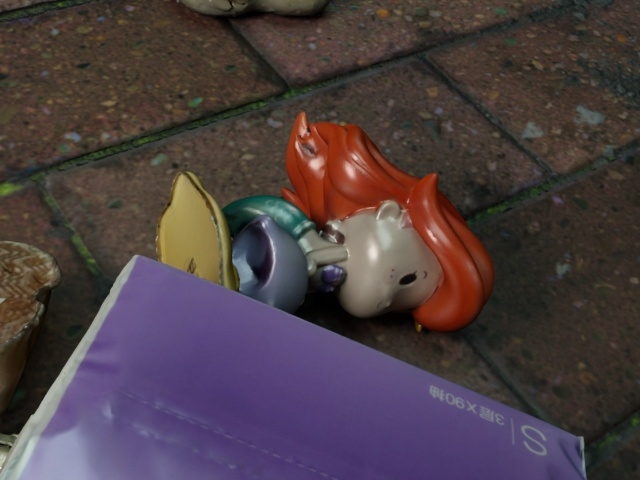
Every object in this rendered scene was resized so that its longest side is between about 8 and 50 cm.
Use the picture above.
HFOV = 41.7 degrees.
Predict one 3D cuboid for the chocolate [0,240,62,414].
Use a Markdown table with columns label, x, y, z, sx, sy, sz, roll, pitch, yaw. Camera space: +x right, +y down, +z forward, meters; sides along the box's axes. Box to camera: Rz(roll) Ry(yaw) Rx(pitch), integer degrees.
| label | x | y | z | sx | sy | sz | roll | pitch | yaw |
| --- | --- | --- | --- | --- | --- | --- | --- | --- | --- |
| chocolate | -0.306 | 0.063 | 0.617 | 0.214 | 0.093 | 0.148 | 7 | 32 | -8 |

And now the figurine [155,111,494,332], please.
| label | x | y | z | sx | sy | sz | roll | pitch | yaw |
| --- | --- | --- | --- | --- | --- | --- | --- | --- | --- |
| figurine | 0.004 | -0.003 | 0.711 | 0.257 | 0.181 | 0.208 | -8 | 22 | -28 |

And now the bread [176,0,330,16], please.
| label | x | y | z | sx | sy | sz | roll | pitch | yaw |
| --- | --- | --- | --- | --- | --- | --- | --- | --- | --- |
| bread | -0.043 | -0.378 | 1.073 | 0.183 | 0.102 | 0.337 | 27 | 50 | 11 |

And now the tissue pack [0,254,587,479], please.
| label | x | y | z | sx | sy | sz | roll | pitch | yaw |
| --- | --- | --- | --- | --- | --- | --- | --- | --- | --- |
| tissue pack | -0.021 | 0.180 | 0.515 | 0.338 | 0.160 | 0.242 | 23 | 46 | -6 |

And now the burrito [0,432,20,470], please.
| label | x | y | z | sx | sy | sz | roll | pitch | yaw |
| --- | --- | --- | --- | --- | --- | --- | --- | --- | --- |
| burrito | -0.192 | 0.169 | 0.594 | 0.188 | 0.045 | 0.058 | 16 | 73 | -2 |
